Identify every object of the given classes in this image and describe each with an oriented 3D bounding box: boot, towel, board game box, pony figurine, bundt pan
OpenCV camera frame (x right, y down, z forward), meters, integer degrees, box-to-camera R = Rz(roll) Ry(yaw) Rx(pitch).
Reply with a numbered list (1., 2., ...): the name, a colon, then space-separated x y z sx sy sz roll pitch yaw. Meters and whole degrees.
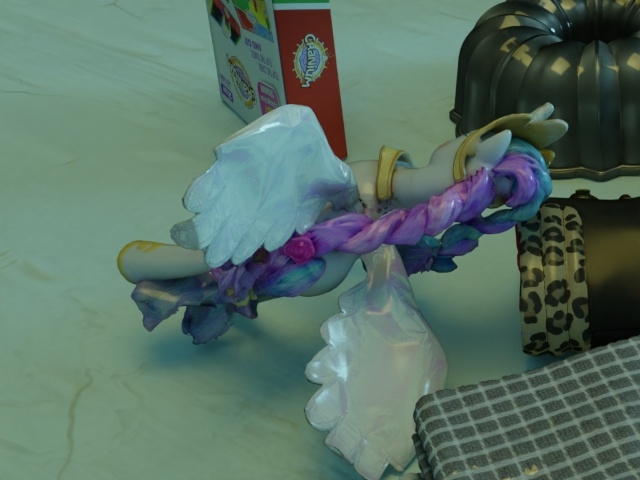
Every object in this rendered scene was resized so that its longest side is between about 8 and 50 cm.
1. boot: 0.315 -0.018 1.471 0.284 0.138 0.377 -3 35 8
2. towel: 0.209 0.173 1.168 0.284 0.121 0.235 -11 29 -5
3. board game box: -0.063 -0.264 1.801 0.064 0.316 0.242 -17 31 -17
4. pony figurine: 0.000 0.000 1.397 0.363 0.302 0.351 -8 28 46
5. bundt pan: 0.298 -0.194 1.788 0.331 0.124 0.331 -7 30 4
